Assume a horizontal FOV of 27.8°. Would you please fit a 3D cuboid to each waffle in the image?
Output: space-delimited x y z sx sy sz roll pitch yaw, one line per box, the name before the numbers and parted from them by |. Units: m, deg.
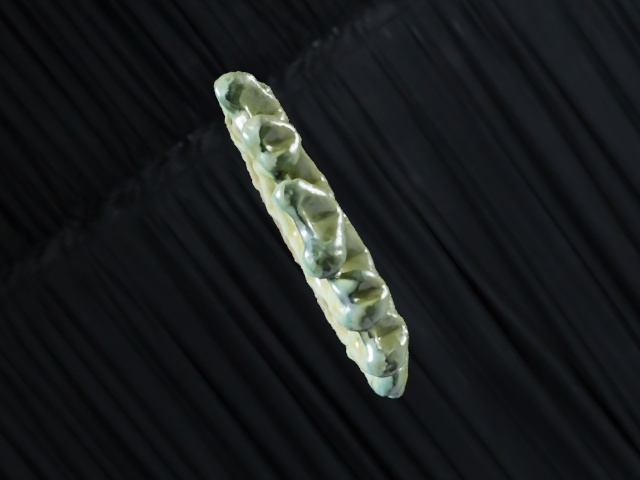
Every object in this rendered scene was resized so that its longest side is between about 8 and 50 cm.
waffle | 0.000 0.000 1.090 0.056 0.291 0.309 -29 -11 -3
